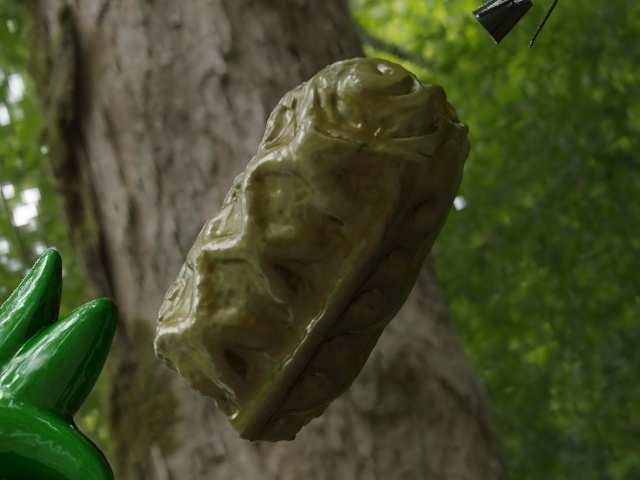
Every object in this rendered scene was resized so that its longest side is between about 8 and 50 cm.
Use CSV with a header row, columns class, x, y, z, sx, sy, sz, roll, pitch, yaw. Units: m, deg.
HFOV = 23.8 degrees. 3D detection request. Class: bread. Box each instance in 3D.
class,x,y,z,sx,sy,sz,roll,pitch,yaw
bread,0.000,0.000,1.033,0.152,0.130,0.268,11,-60,-40

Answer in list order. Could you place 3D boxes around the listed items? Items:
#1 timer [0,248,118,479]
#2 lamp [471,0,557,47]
class,x,y,z,sx,sy,sz,roll,pitch,yaw
timer,-0.190,0.093,0.565,0.285,0.285,0.285,-16,-29,-9
lamp,0.143,-0.168,1.101,0.054,0.041,0.121,-40,8,8
